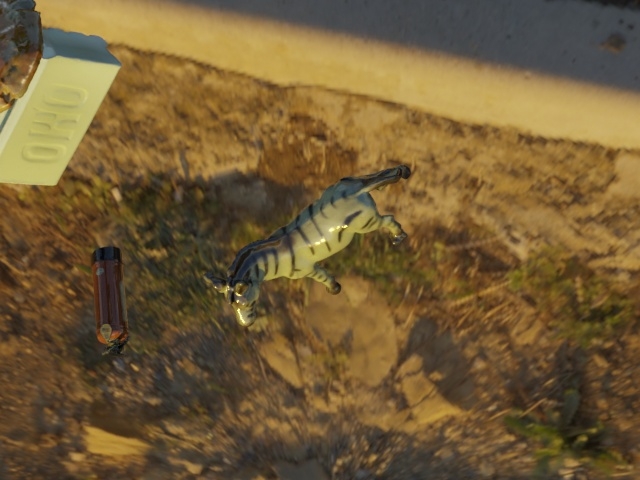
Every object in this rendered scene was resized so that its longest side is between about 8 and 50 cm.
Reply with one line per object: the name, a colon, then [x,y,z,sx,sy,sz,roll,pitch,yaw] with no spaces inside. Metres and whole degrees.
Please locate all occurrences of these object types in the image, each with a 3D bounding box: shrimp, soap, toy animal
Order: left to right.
shrimp: [-0.410,-0.209,1.317,0.294,0.062,0.154,10,77,25]
soap: [-0.345,-0.165,1.539,0.066,0.119,0.198,50,121,29]
toy animal: [-0.004,-0.004,1.261,0.217,0.176,0.073,-43,67,16]

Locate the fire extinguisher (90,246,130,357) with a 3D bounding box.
fire extinguisher: [-0.304,0.096,1.795,0.062,0.050,0.177,-29,58,32]
